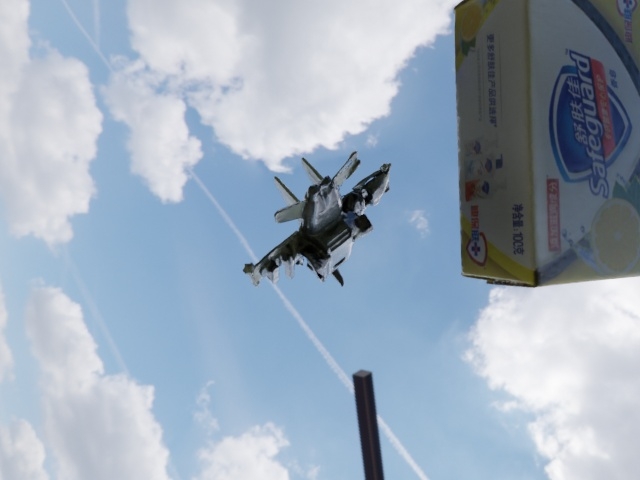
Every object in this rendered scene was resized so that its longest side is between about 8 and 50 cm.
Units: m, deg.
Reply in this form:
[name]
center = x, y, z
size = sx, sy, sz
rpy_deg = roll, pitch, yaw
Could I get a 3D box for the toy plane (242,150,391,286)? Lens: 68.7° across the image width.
[toy plane]
center = 0.007, 0.007, 0.533
size = 0.088, 0.192, 0.262
rpy_deg = 45, -16, 29

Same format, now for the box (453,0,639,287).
[box]
center = 0.218, -0.095, 0.428
size = 0.097, 0.168, 0.265
rpy_deg = -178, -93, -69
